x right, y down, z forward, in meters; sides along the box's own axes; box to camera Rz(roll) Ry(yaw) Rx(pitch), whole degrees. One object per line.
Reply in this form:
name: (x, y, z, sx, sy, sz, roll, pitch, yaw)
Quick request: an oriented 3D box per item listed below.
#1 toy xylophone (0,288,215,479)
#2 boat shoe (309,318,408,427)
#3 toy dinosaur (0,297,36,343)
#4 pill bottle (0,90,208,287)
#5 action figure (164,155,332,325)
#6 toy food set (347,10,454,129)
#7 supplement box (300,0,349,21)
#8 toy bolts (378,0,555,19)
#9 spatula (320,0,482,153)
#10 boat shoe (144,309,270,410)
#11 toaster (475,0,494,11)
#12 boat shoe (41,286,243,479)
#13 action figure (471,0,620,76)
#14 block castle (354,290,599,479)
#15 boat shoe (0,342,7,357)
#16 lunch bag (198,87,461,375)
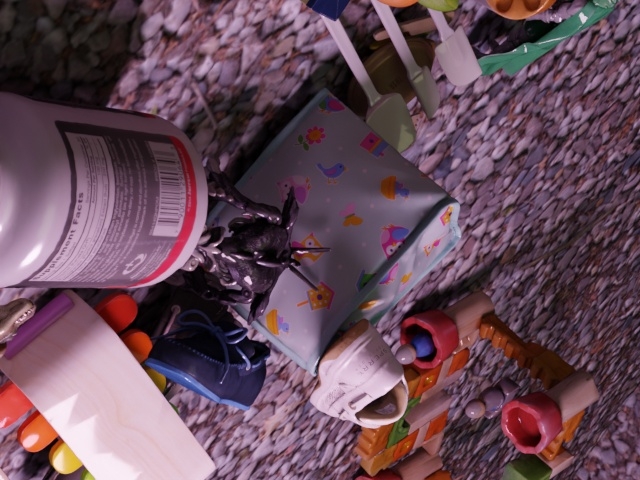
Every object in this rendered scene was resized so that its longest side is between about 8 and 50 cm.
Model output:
toy xylophone: (-0.252, 0.218, 1.856, 0.236, 0.081, 0.322, -35, 124, -19)
boat shoe: (0.052, 0.173, 1.916, 0.098, 0.096, 0.277, -44, 168, -9)
toy dinosaur: (-0.375, 0.061, 1.430, 0.268, 0.064, 0.118, 6, 160, -14)
pill bottle: (-0.260, -0.044, 1.531, 0.318, 0.176, 0.176, 3, 123, -58)
action figure: (-0.129, -0.008, 1.807, 0.276, 0.141, 0.164, 12, 107, -34)
toy food set: (0.083, -0.202, 2.025, 0.132, 0.038, 0.192, -18, 143, -30)
supplement box: (-0.002, -0.285, 1.722, 0.083, 0.083, 0.056, -55, 153, 10)
toy bolts: (0.142, -0.346, 1.767, 0.158, 0.218, 0.228, -3, 110, -48)
spatula: (0.092, -0.221, 1.940, 0.168, 0.019, 0.242, -41, 134, -9)
boat shoe: (-0.123, 0.123, 1.854, 0.089, 0.109, 0.258, -62, 168, -3)
toaster: (0.260, -0.371, 1.992, 0.168, 0.110, 0.185, -28, 146, -39)
boat shoe: (-0.237, 0.184, 1.988, 0.335, 0.095, 0.112, -45, -171, -1)
action figure: (0.290, -0.271, 2.102, 0.232, 0.063, 0.137, -25, 179, 44)
block castle: (0.217, 0.329, 2.625, 0.213, 0.303, 0.453, -27, 145, -37)
boat shoe: (-0.429, 0.132, 1.560, 0.110, 0.122, 0.341, -59, 154, 15)
lunch bag: (0.000, 0.000, 1.938, 0.262, 0.223, 0.160, -47, 164, -7)
